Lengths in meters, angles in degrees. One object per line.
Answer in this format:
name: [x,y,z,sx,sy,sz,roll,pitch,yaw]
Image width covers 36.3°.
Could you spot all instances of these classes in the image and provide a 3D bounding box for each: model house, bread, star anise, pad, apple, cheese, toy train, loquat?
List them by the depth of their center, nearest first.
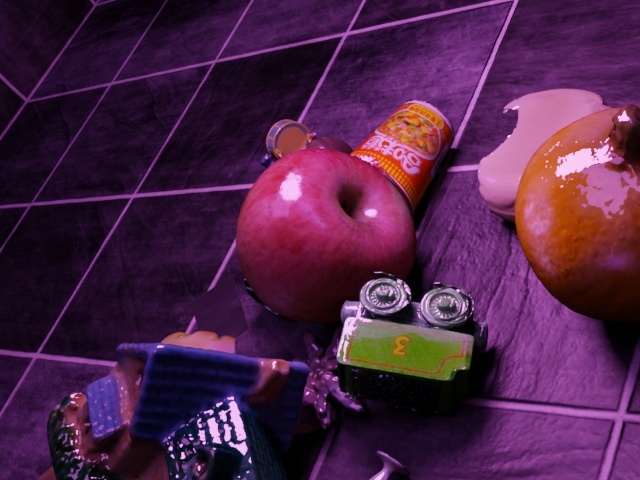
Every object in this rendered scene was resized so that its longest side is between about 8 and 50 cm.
loquat: [0.443,-0.054,1.393,0.328,0.359,0.328,-7,51,8]
model house: [-0.200,0.343,1.530,0.342,0.335,0.382,-52,41,32]
toy train: [0.144,0.167,1.568,0.243,0.132,0.188,7,54,10]
star anise: [0.013,0.243,1.691,0.236,0.093,0.229,-49,36,-12]
cheese: [0.401,-0.148,1.703,0.233,0.127,0.266,18,65,50]
apple: [0.000,0.000,1.747,0.269,0.345,0.344,-40,29,43]
bread: [-0.260,0.242,1.891,0.261,0.156,0.158,-18,44,28]
pad: [-0.215,0.157,2.065,0.116,0.004,0.193,-35,36,9]

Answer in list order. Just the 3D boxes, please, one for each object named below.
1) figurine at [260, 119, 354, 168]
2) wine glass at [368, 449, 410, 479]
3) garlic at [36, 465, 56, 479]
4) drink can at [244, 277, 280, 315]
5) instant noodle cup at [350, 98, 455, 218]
figurine: [-0.010,-0.160,2.065,0.161,0.158,0.275,-33,31,-24]
wine glass: [0.071,0.405,1.497,0.073,0.073,0.155,18,62,50]
garlic: [-0.481,0.490,1.807,0.292,0.210,0.237,-29,44,3]
drink can: [-0.053,0.044,1.935,0.118,0.118,0.205,19,68,50]
instant noodle cup: [0.155,-0.163,1.914,0.193,0.193,0.212,8,51,47]
